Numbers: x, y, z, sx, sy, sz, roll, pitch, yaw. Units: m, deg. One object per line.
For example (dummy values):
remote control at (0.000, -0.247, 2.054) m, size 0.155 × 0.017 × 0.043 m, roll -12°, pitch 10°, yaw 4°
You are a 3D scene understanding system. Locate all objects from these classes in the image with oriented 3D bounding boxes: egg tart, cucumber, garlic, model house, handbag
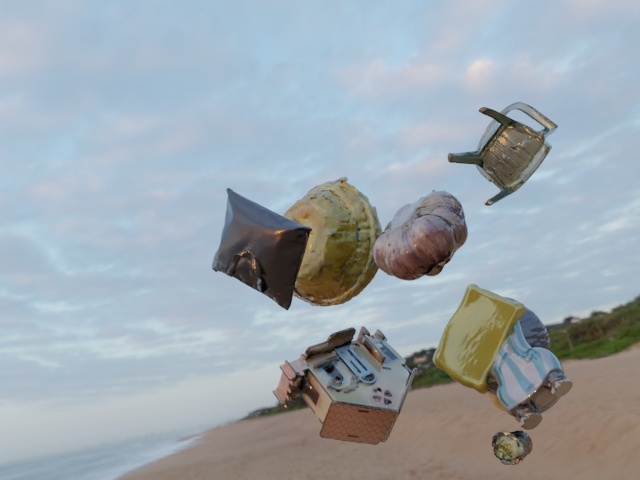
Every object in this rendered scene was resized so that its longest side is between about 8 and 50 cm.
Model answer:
egg tart at (0.000, 0.000, 1.640) m, size 0.387 × 0.388 × 0.169 m, roll -22°, pitch -22°, yaw 36°
cucumber at (0.401, 0.428, 1.189) m, size 0.067 × 0.067 × 0.245 m, roll -16°, pitch -23°, yaw 19°
garlic at (0.233, 0.003, 1.289) m, size 0.245 × 0.161 × 0.245 m, roll -40°, pitch 8°, yaw 6°
model house at (0.088, 0.353, 1.360) m, size 0.325 × 0.244 × 0.169 m, roll -9°, pitch -47°, yaw -37°
handbag at (-0.145, 0.021, 1.314) m, size 0.254 × 0.211 × 0.088 m, roll 26°, pitch 21°, yaw 28°

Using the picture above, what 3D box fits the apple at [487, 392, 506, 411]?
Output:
apple at (0.596, 0.461, 1.779) m, size 0.146 × 0.147 × 0.146 m, roll -10°, pitch -16°, yaw -3°

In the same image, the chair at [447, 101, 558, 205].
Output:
chair at (0.427, -0.220, 1.339) m, size 0.274 × 0.190 × 0.203 m, roll -13°, pitch -38°, yaw -56°

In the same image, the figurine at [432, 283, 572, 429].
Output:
figurine at (0.526, 0.317, 1.452) m, size 0.377 × 0.361 × 0.266 m, roll 24°, pitch -72°, yaw -36°
